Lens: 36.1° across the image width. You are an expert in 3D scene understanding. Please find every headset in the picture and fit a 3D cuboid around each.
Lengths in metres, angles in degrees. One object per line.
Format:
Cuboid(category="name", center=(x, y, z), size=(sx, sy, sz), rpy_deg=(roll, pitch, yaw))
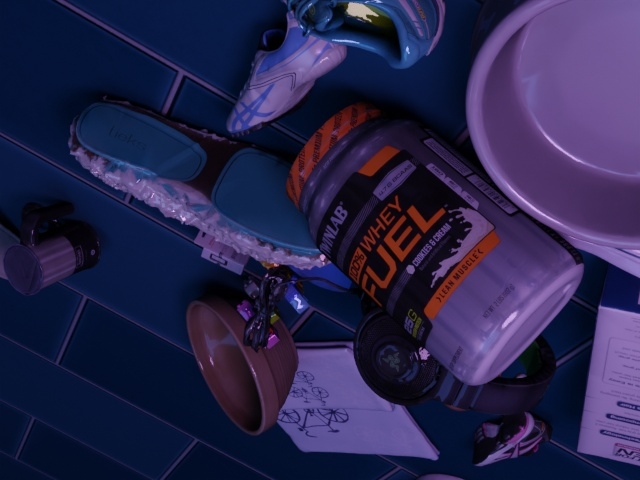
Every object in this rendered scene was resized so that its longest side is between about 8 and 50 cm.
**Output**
Cuboid(category="headset", center=(0.104, 0.131, 1.284), size=(0.394, 0.243, 0.185), rpy_deg=(20, 113, -2))

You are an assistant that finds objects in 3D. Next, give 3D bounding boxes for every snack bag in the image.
Cuboid(category="snack bag", center=(0.004, 0.292, 1.741), size=(0.323, 0.037, 0.342), rpy_deg=(-6, 134, 34))

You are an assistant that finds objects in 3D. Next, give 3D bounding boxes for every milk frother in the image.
Cuboid(category="milk frother", center=(-0.453, 0.008, 1.566), size=(0.143, 0.135, 0.129), rpy_deg=(-8, 102, 32))

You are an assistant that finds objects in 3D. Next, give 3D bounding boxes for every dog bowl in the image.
Cuboid(category="dog bowl", center=(0.301, -0.136, 0.955), size=(0.349, 0.102, 0.348), rpy_deg=(16, 135, 17))

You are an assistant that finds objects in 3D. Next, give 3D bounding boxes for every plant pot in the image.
Cuboid(category="plant pot", center=(-0.110, 0.182, 1.568), size=(0.237, 0.110, 0.237), rpy_deg=(43, 146, 39))

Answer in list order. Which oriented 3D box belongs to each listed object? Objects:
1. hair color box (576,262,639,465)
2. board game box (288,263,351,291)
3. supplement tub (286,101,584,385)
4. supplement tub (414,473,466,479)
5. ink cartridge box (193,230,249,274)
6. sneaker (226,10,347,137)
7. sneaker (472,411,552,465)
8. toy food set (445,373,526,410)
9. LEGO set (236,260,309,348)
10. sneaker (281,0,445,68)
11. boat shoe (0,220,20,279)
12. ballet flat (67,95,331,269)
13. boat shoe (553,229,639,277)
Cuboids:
Cuboid(category="hair color box", center=(0.441, 0.168, 1.280), size=(0.174, 0.105, 0.347), rpy_deg=(11, 141, 18))
Cuboid(category="board game box", center=(0.000, 0.000, 1.384), size=(0.133, 0.033, 0.168), rpy_deg=(30, 145, 10))
Cuboid(category="supplement tub", center=(0.121, -0.005, 1.110), size=(0.316, 0.194, 0.193), rpy_deg=(42, 148, 20))
Cuboid(category="supplement tub", center=(0.211, 0.586, 1.785), size=(0.191, 0.272, 0.191), rpy_deg=(16, 143, 12))
Cuboid(category="ink cartridge box", center=(-0.145, 0.010, 1.466), size=(0.083, 0.048, 0.028), rpy_deg=(26, 144, 0))
Cuboid(category="sneaker", center=(-0.051, -0.193, 1.148), size=(0.086, 0.085, 0.237), rpy_deg=(56, 144, 2))
Cuboid(category="sneaker", center=(0.310, 0.331, 1.590), size=(0.077, 0.072, 0.178), rpy_deg=(21, 151, -13))
Cuboid(category="toy food set", center=(0.201, 0.202, 1.487), size=(0.218, 0.071, 0.128), rpy_deg=(34, 143, -13))
Cuboid(category="LEGO set", center=(-0.077, 0.065, 1.439), size=(0.093, 0.087, 0.227), rpy_deg=(50, -177, -12))
Cuboid(category="sneaker", center=(-0.003, -0.265, 0.995), size=(0.275, 0.110, 0.107), rpy_deg=(25, 144, 0))
Cuboid(category="boat shoe", center=(-0.566, -0.012, 1.687), size=(0.065, 0.075, 0.206), rpy_deg=(53, 173, 42))
Cuboid(category="ballet flat", center=(-0.144, -0.068, 1.312), size=(0.409, 0.147, 0.147), rpy_deg=(26, 144, 10))
Cuboid(category="boat shoe", center=(0.315, -0.030, 1.146), size=(0.226, 0.083, 0.075), rpy_deg=(24, 113, 9))
